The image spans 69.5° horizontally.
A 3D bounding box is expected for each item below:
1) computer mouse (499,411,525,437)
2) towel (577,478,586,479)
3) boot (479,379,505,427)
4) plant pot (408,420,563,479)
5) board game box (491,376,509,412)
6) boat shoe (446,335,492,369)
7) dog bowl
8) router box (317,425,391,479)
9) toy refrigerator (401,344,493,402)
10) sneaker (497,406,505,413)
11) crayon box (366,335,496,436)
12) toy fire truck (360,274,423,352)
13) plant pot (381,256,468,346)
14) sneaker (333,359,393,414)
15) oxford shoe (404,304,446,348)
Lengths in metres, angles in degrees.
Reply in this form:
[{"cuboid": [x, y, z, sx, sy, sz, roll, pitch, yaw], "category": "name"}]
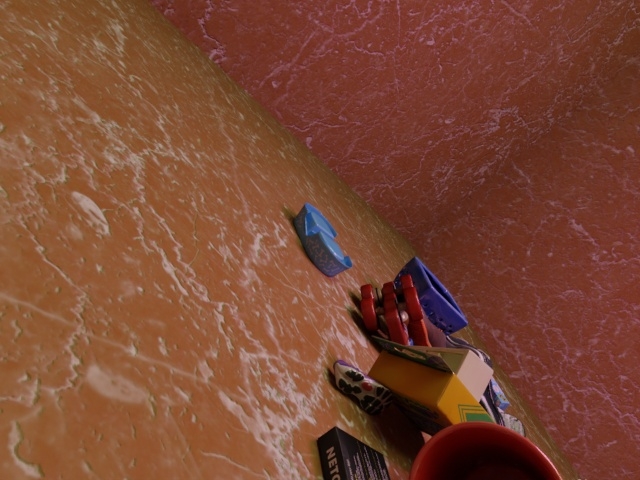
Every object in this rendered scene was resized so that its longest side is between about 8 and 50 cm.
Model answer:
[{"cuboid": [0.498, 0.531, 1.421, 0.262, 0.060, 0.184, 14, 53, -12], "category": "computer mouse"}, {"cuboid": [0.826, 0.928, 1.372, 0.248, 0.038, 0.325, 0, 82, -72], "category": "towel"}, {"cuboid": [0.412, 0.455, 1.308, 0.207, 0.094, 0.247, 29, 42, -26], "category": "boot"}, {"cuboid": [0.321, 0.499, 0.850, 0.243, 0.275, 0.275, 49, 9, -50], "category": "plant pot"}, {"cuboid": [0.589, 0.564, 1.676, 0.039, 0.160, 0.211, 9, 26, -12], "category": "board game box"}, {"cuboid": [0.482, 0.406, 1.678, 0.091, 0.114, 0.302, 25, 1, -33], "category": "boat shoe"}, {"cuboid": [0.000, 0.000, 1.507, 0.166, 0.074, 0.297, 37, 19, -41], "category": "dog bowl"}, {"cuboid": [0.067, 0.397, 0.716, 0.133, 0.046, 0.179, 41, 16, -28], "category": "router box"}, {"cuboid": [0.289, 0.331, 1.160, 0.094, 0.102, 0.269, 41, -22, -11], "category": "toy refrigerator"}, {"cuboid": [0.500, 0.551, 1.499, 0.208, 0.127, 0.319, 36, 10, -50], "category": "sneaker"}, {"cuboid": [0.244, 0.355, 1.026, 0.203, 0.083, 0.323, 5, -39, 53], "category": "crayon box"}, {"cuboid": [0.236, 0.260, 1.437, 0.302, 0.169, 0.254, -68, 142, -76], "category": "toy fire truck"}, {"cuboid": [0.365, 0.242, 1.706, 0.236, 0.212, 0.236, 44, 14, -21], "category": "plant pot"}, {"cuboid": [0.093, 0.309, 0.996, 0.170, 0.068, 0.071, 46, 3, -23], "category": "sneaker"}, {"cuboid": [0.364, 0.316, 1.580, 0.097, 0.098, 0.271, 3, -62, 59], "category": "oxford shoe"}]
